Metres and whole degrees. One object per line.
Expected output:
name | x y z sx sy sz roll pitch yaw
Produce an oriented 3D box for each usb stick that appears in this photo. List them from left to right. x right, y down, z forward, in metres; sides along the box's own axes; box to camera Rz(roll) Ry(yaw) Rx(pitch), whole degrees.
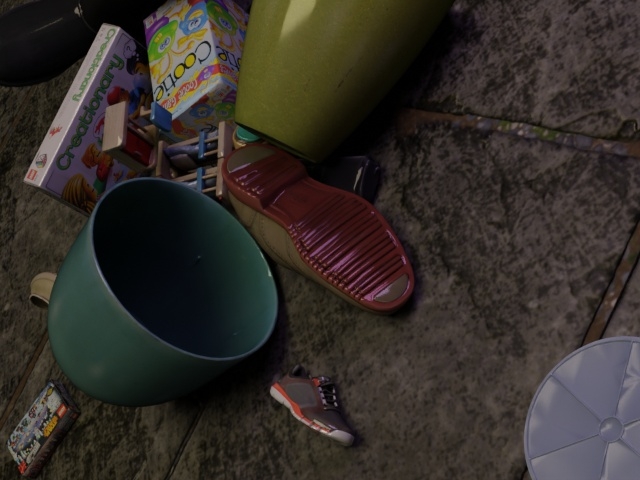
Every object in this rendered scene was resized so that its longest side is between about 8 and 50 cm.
usb stick | -0.028 -0.085 1.446 0.278 0.045 0.077 2 75 43

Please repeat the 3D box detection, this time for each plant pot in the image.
plant pot | -0.244 0.096 1.377 0.235 0.293 0.293 -43 43 35
plant pot | 0.002 -0.267 1.367 0.275 0.275 0.293 26 90 47

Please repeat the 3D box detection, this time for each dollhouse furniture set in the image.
dollhouse furniture set | -0.213 -0.117 1.451 0.129 0.184 0.128 -13 63 26

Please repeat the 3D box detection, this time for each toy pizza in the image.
toy pizza | 0.299 0.194 0.989 0.201 0.032 0.201 -23 52 33

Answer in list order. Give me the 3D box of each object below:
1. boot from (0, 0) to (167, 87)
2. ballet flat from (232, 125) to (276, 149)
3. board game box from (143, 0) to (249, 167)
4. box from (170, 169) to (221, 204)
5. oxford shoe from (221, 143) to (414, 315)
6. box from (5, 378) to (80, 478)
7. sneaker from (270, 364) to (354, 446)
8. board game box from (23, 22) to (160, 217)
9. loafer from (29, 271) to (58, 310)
boot | -0.389 -0.423 1.693 0.367 0.146 0.445 -32 10 -27
ballet flat | -0.066 -0.202 1.518 0.080 0.073 0.232 21 55 21
board game box | -0.186 -0.282 1.633 0.142 0.144 0.275 -34 48 23
box | -0.208 -0.077 1.592 0.083 0.062 0.052 12 75 44
oxford shoe | 0.000 0.000 1.340 0.123 0.130 0.348 -31 53 -21
box | -0.461 0.311 1.627 0.137 0.027 0.094 -55 43 3
sneaker | -0.004 0.203 1.247 0.158 0.061 0.065 30 82 47
board game box | -0.371 -0.196 1.713 0.053 0.193 0.305 18 80 35
loafer | -0.411 0.119 1.638 0.269 0.102 0.092 7 66 44
